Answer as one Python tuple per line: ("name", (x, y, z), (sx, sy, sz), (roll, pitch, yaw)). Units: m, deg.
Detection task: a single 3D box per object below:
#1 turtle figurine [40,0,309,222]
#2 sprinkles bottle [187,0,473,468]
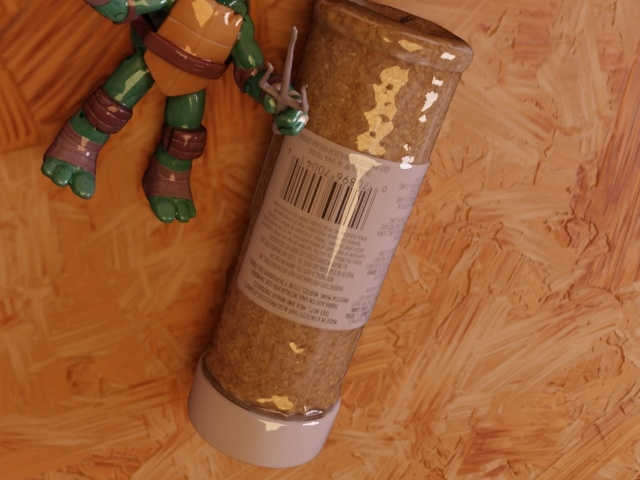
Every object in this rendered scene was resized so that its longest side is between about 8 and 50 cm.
("turtle figurine", (-0.088, -0.123, 0.591), (0.175, 0.118, 0.234), (27, 121, -14))
("sprinkles bottle", (0.000, 0.000, 0.682), (0.121, 0.121, 0.355), (10, 112, -24))
